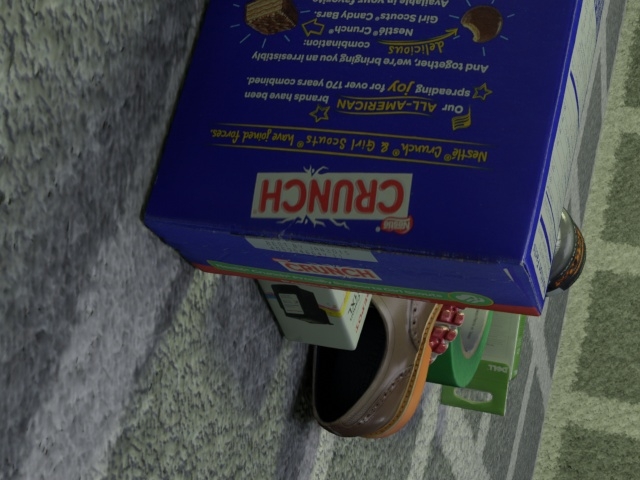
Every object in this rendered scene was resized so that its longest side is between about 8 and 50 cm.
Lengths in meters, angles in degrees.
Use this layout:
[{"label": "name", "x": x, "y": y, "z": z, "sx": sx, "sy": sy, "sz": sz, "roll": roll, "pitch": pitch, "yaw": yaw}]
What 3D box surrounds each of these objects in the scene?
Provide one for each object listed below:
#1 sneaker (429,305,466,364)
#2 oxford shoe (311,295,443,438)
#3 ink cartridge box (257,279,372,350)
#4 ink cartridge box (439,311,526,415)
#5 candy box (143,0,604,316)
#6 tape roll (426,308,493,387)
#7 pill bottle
[{"label": "sneaker", "x": 0.117, "y": 0.027, "z": 1.280, "sx": 0.299, "sy": 0.121, "sz": 0.112, "roll": -66, "pitch": -172, "yaw": -19}, {"label": "oxford shoe", "x": 0.069, "y": 0.024, "z": 1.118, "sx": 0.133, "sy": 0.130, "sz": 0.363, "roll": 17, "pitch": 82, "yaw": -65}, {"label": "ink cartridge box", "x": 0.000, "y": 0.000, "z": 0.982, "sx": 0.175, "sy": 0.072, "sz": 0.127, "roll": 69, "pitch": 34, "yaw": -54}, {"label": "ink cartridge box", "x": 0.261, "y": 0.163, "z": 1.743, "sx": 0.062, "sy": 0.109, "sz": 0.209, "roll": 3, "pitch": 95, "yaw": -70}, {"label": "candy box", "x": 0.051, "y": -0.123, "z": 0.779, "sx": 0.122, "sy": 0.268, "sz": 0.317, "roll": 50, "pitch": 51, "yaw": -60}, {"label": "tape roll", "x": 0.188, "y": 0.042, "z": 1.537, "sx": 0.321, "sy": 0.077, "sz": 0.321, "roll": 9, "pitch": 90, "yaw": -71}, {"label": "pill bottle", "x": 0.278, "y": 0.004, "z": 1.463, "sx": 0.246, "sy": 0.130, "sz": 0.130, "roll": 20, "pitch": 79, "yaw": -70}]
